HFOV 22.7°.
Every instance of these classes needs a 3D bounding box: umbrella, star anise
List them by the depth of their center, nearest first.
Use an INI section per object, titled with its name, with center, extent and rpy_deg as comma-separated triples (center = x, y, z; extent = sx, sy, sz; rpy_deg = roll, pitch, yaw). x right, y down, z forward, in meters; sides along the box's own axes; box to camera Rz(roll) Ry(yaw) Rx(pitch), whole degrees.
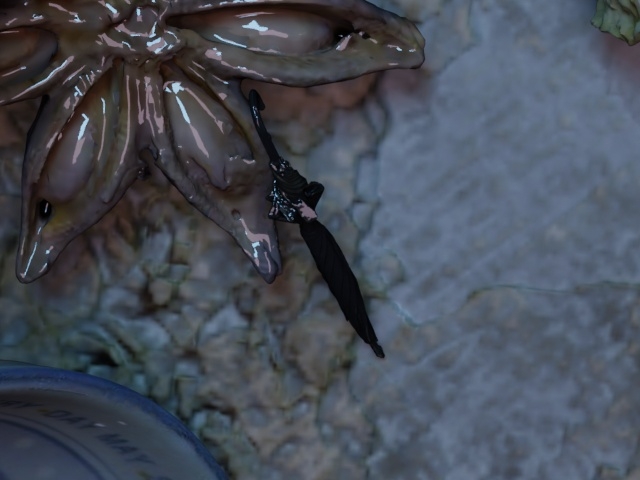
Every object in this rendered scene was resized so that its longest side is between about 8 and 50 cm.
[star anise]
center = -0.066, -0.067, 0.554
extent = 0.208, 0.063, 0.172
rpy_deg = -4, 112, -12
[umbrella]
center = 0.000, 0.003, 0.566
extent = 0.022, 0.022, 0.149
rpy_deg = -18, 133, 10

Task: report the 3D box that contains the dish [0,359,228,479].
[dish]
center = -0.160, 0.166, 0.565
extent = 0.273, 0.134, 0.273
rpy_deg = -12, 108, -43

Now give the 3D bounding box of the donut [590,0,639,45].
[donut]
center = 0.093, -0.160, 0.545
extent = 0.108, 0.065, 0.166
rpy_deg = -43, 105, 5
